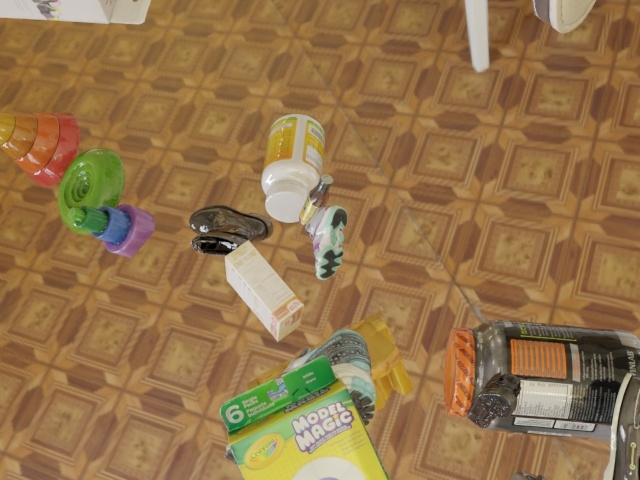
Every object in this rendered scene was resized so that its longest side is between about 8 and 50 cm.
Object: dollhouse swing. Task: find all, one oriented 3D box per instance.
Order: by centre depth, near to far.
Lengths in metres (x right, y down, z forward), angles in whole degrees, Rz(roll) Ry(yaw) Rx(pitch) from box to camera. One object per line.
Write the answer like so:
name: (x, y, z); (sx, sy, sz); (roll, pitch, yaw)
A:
dollhouse swing: (0.052, 0.372, 1.634); (0.346, 0.315, 0.305); (-28, 25, -9)

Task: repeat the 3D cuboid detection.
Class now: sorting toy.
sorting toy: (-0.366, -0.095, 0.999); (0.365, 0.126, 0.127); (38, 99, 39)

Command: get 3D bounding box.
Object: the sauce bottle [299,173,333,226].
sauce bottle: (-0.007, -0.079, 1.434); (0.042, 0.128, 0.042); (13, 46, -14)

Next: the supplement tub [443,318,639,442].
supplement tub: (0.406, 0.254, 1.340); (0.337, 0.207, 0.207); (5, 62, 3)

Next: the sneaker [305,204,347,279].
sneaker: (0.000, 0.000, 0.967); (0.069, 0.038, 0.098); (14, 89, 53)

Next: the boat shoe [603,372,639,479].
boat shoe: (0.509, 0.330, 1.181); (0.068, 0.081, 0.228); (9, 96, 37)

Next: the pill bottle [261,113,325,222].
pill bottle: (-0.064, -0.164, 1.684); (0.136, 0.136, 0.246); (-5, 48, 13)

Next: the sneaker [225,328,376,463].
sneaker: (-0.021, 0.214, 0.937); (0.283, 0.110, 0.122); (-42, 26, 38)

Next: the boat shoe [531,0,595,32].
boat shoe: (0.277, -0.405, 0.827); (0.116, 0.324, 0.096); (-30, 42, -31)

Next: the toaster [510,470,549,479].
toaster: (0.390, 0.525, 1.303); (0.110, 0.168, 0.186); (28, 91, -7)

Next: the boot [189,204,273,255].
boot: (-0.263, -0.021, 1.854); (0.262, 0.229, 0.091); (5, 106, 20)

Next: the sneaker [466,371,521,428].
sneaker: (0.265, 0.225, 1.080); (0.051, 0.170, 0.089); (40, 65, 13)

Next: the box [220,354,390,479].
box: (-0.001, 0.193, 0.586); (0.105, 0.043, 0.179); (-25, 93, -8)

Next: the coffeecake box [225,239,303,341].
coffeecake box: (-0.122, 0.111, 1.565); (0.068, 0.142, 0.185); (-36, 74, -19)

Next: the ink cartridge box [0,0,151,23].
ink cartridge box: (-0.280, -0.303, 0.812); (0.181, 0.061, 0.104); (5, 64, 6)
